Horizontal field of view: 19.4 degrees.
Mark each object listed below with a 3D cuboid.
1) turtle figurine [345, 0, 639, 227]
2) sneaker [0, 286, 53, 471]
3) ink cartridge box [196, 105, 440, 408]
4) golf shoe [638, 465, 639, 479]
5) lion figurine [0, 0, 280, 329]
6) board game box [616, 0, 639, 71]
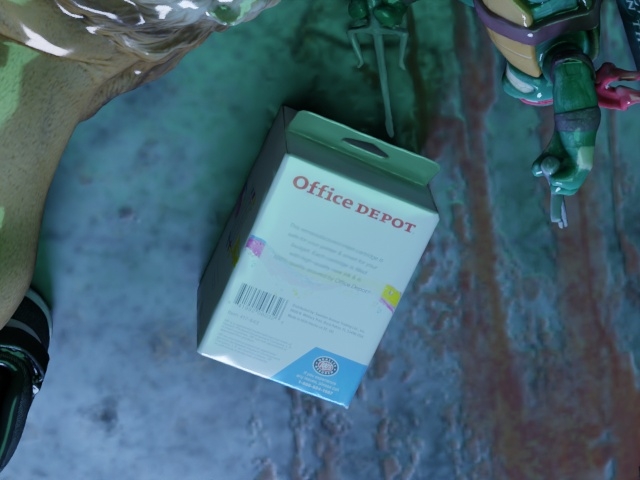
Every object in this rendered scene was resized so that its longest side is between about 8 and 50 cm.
[{"bbox_3d":[0.093,-0.119,0.976,0.118,0.175,0.234,-45,145,-17],"label":"turtle figurine"},{"bbox_3d":[-0.229,0.127,1.046,0.079,0.121,0.217,30,106,-14],"label":"sneaker"},{"bbox_3d":[0.000,0.000,1.031,0.092,0.090,0.143,22,108,-12],"label":"ink cartridge box"},{"bbox_3d":[0.220,0.222,1.121,0.105,0.120,0.273,9,111,-9],"label":"golf shoe"},{"bbox_3d":[-0.178,-0.064,0.967,0.240,0.142,0.392,23,108,-10],"label":"lion figurine"},{"bbox_3d":[0.209,-0.107,0.989,0.026,0.126,0.186,-30,112,-21],"label":"board game box"}]
